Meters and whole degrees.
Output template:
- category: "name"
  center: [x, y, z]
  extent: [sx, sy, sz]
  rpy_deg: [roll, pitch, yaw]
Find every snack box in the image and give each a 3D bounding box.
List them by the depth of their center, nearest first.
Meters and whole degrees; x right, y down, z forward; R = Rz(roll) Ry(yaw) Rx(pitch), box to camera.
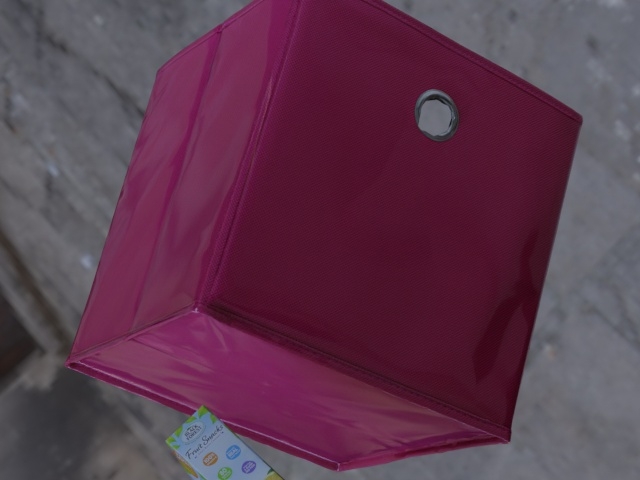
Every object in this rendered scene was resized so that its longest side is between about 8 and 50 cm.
- category: "snack box"
  center: [-0.036, 0.175, 1.014]
  extent: [0.100, 0.037, 0.141]
  rpy_deg: [37, 162, 31]

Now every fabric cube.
- category: "fabric cube"
  center: [0.000, 0.000, 1.177]
  extent: [0.254, 0.258, 0.259]
  rpy_deg: [26, 157, -22]
